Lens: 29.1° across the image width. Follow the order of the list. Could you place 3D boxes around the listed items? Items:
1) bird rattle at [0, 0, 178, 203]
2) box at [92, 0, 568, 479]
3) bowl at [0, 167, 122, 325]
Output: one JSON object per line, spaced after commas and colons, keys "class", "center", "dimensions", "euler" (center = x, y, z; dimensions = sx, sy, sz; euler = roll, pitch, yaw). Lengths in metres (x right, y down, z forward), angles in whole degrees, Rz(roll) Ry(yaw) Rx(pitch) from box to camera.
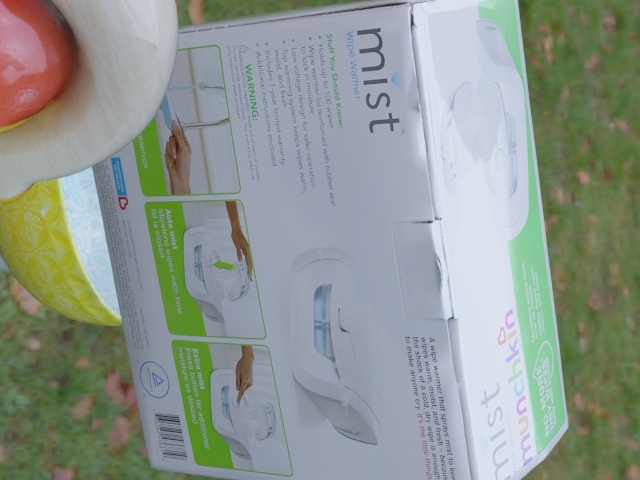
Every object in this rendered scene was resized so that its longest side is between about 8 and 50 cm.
{"class": "bird rattle", "center": [-0.142, -0.100, 0.415], "dimensions": [0.207, 0.253, 0.143], "euler": [30, 42, -28]}
{"class": "box", "center": [0.000, 0.000, 0.699], "dimensions": [0.126, 0.231, 0.262], "euler": [-25, 109, -53]}
{"class": "bowl", "center": [-0.300, -0.033, 1.412], "dimensions": [0.289, 0.156, 0.290], "euler": [-10, 90, -77]}
